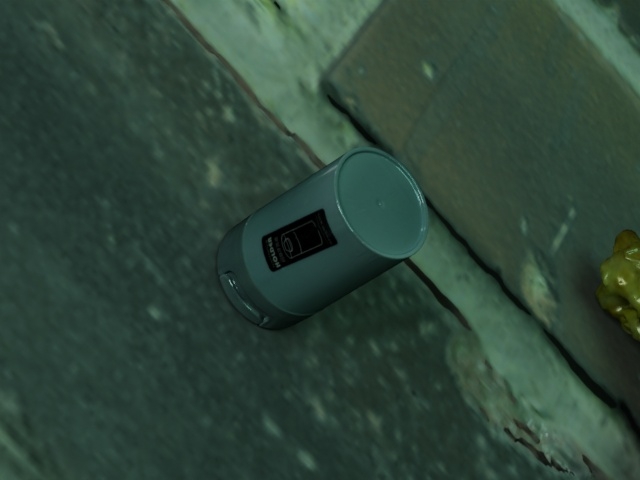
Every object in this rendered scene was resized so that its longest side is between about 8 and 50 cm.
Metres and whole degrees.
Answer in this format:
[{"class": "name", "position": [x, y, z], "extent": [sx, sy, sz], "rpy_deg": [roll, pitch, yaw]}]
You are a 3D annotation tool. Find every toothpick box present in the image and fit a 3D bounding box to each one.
[{"class": "toothpick box", "position": [0.000, 0.000, 0.625], "extent": [0.052, 0.083, 0.052], "rpy_deg": [20, 56, -32]}]

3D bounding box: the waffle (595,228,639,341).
[{"class": "waffle", "position": [0.217, 0.123, 0.679], "extent": [0.259, 0.069, 0.293], "rpy_deg": [21, 47, 19]}]
